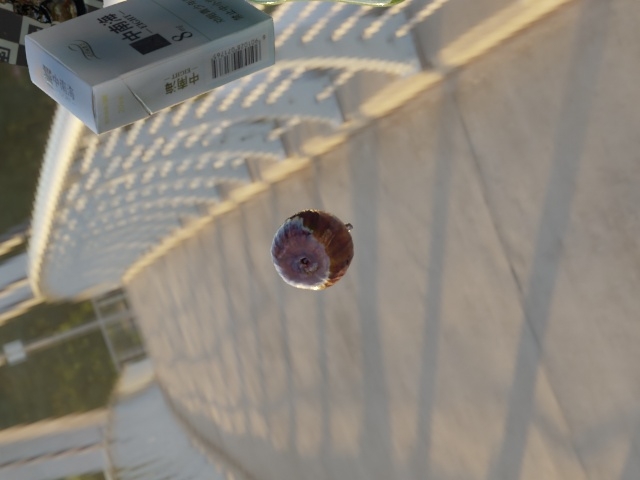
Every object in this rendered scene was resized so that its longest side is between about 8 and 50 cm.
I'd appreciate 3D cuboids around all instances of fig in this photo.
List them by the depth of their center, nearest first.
[{"bbox_3d":[-0.002,0.002,1.994,0.128,0.150,0.128,35,160,15],"label":"fig"}]

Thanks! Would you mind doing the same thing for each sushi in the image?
[{"bbox_3d":[-0.418,-0.333,1.901,0.050,0.215,0.192,-9,77,54],"label":"sushi"}]

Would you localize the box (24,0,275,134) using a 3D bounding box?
[{"bbox_3d":[-0.192,-0.216,1.511,0.155,0.243,0.067,37,142,41],"label":"box"}]

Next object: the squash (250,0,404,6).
[{"bbox_3d":[-0.002,-0.288,1.421,0.068,0.219,0.077,-38,-52,-78],"label":"squash"}]
